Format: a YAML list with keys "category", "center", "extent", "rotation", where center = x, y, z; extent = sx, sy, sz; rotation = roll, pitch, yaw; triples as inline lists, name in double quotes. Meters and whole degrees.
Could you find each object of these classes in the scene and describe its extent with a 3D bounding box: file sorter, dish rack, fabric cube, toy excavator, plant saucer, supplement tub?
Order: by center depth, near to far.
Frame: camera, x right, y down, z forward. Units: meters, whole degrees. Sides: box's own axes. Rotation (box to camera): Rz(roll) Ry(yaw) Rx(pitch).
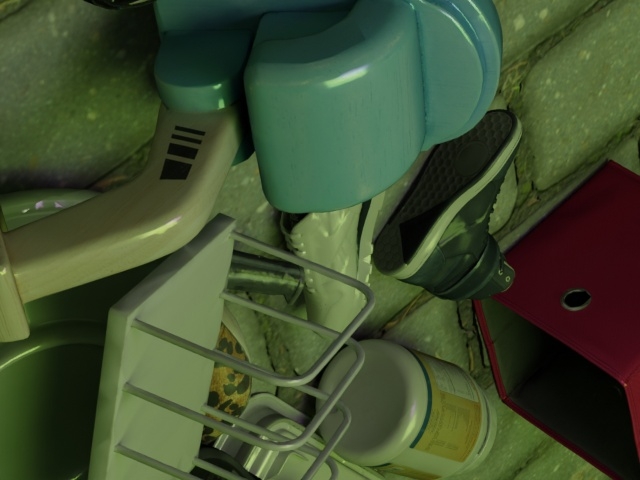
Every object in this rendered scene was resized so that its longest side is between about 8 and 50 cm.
- category: "toy excavator"
  center: [-0.072, -0.104, 1.413]
  extent: [0.445, 0.433, 0.222]
  rotation: [-79, 166, -47]
- category: "file sorter"
  center: [-0.075, 0.158, 1.466]
  extent: [0.193, 0.173, 0.277]
  rotation: [-46, 152, -55]
- category: "plant saucer"
  center: [-0.259, 0.148, 1.530]
  extent: [0.401, 0.100, 0.400]
  rotation: [-17, 128, -24]
- category: "dish rack"
  center: [-0.044, 0.348, 1.956]
  extent: [0.285, 0.072, 0.333]
  rotation: [-60, 142, -7]
- category: "supplement tub"
  center: [0.103, 0.200, 1.972]
  extent: [0.200, 0.144, 0.144]
  rotation: [23, 99, -52]
- category: "fabric cube"
  center: [0.379, 0.108, 2.110]
  extent: [0.258, 0.254, 0.259]
  rotation: [-40, 140, -18]

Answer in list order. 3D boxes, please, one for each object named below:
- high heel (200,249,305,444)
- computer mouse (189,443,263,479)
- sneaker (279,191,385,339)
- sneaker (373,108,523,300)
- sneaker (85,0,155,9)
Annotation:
- category: "high heel"
  center: [-0.150, 0.105, 1.710]
  extent: [0.186, 0.093, 0.261]
  rotation: [13, 120, -29]
- category: "computer mouse"
  center: [-0.111, 0.297, 1.777]
  extent: [0.188, 0.072, 0.272]
  rotation: [-55, 137, -14]
- category: "sneaker"
  center: [0.000, 0.000, 1.778]
  extent: [0.095, 0.090, 0.235]
  rotation: [-10, 121, -28]
- category: "sneaker"
  center: [0.179, -0.031, 1.917]
  extent: [0.163, 0.086, 0.226]
  rotation: [28, 106, -42]
- category: "sneaker"
  center: [-0.121, -0.268, 1.403]
  extent: [0.217, 0.121, 0.079]
  rotation: [-47, 143, -10]
